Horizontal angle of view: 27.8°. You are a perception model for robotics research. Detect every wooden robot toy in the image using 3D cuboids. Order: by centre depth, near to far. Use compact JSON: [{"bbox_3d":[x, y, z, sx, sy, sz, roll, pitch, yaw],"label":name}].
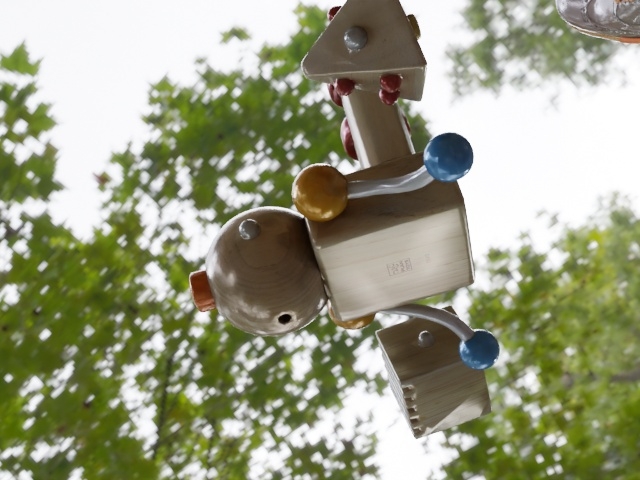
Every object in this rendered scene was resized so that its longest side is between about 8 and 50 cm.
[{"bbox_3d":[0.000,0.000,0.370,0.079,0.173,0.076,-21,-127,-3],"label":"wooden robot toy"}]

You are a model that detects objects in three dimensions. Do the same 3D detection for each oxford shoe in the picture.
[{"bbox_3d":[0.374,-0.296,1.441,0.132,0.363,0.130,1,-90,-32],"label":"oxford shoe"}]
